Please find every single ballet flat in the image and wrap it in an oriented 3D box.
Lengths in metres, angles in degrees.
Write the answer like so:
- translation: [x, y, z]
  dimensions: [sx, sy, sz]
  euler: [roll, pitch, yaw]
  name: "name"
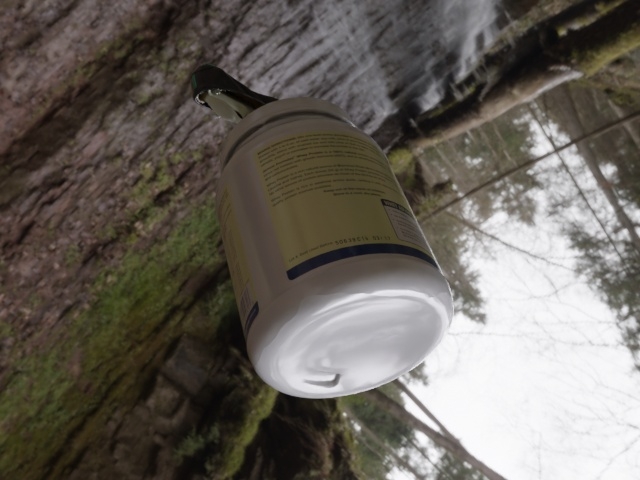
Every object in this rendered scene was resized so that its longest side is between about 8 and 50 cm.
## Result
- translation: [-0.105, -0.190, 1.009]
  dimensions: [0.074, 0.203, 0.074]
  euler: [-42, -146, 37]
  name: "ballet flat"

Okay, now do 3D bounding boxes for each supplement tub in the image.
- translation: [0.000, 0.000, 0.826]
  dimensions: [0.235, 0.235, 0.325]
  euler: [-33, -131, 17]
  name: "supplement tub"
